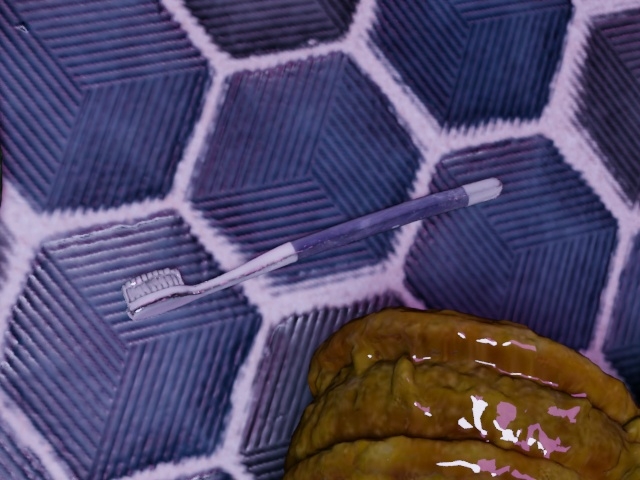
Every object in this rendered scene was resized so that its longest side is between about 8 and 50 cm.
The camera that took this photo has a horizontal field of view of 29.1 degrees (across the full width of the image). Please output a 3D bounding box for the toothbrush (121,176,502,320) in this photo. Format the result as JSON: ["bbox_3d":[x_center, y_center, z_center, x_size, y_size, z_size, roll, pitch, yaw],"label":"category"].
[{"bbox_3d":[0.000,0.000,0.855,0.288,0.024,0.026,-18,75,-18],"label":"toothbrush"}]

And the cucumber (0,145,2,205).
[{"bbox_3d":[-0.222,-0.062,0.783,0.039,0.039,0.167,-2,82,-18],"label":"cucumber"}]

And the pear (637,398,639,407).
[{"bbox_3d":[0.323,0.149,0.848,0.209,0.209,0.208,2,82,-18],"label":"pear"}]

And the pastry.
[{"bbox_3d":[0.091,0.152,0.755,0.235,0.240,0.132,20,61,0],"label":"pastry"}]
